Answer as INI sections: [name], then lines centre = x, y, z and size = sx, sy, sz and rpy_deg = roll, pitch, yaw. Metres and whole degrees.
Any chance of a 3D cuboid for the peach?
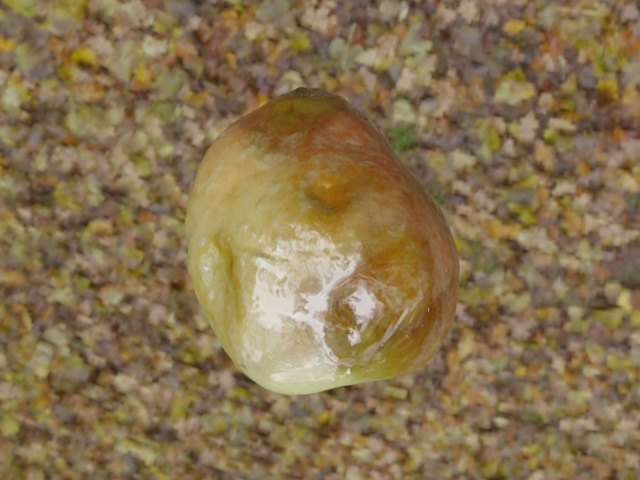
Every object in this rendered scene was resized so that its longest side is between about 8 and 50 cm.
[peach]
centre = 0.000, 0.000, 0.962
size = 0.214, 0.214, 0.235
rpy_deg = -13, 96, 31
